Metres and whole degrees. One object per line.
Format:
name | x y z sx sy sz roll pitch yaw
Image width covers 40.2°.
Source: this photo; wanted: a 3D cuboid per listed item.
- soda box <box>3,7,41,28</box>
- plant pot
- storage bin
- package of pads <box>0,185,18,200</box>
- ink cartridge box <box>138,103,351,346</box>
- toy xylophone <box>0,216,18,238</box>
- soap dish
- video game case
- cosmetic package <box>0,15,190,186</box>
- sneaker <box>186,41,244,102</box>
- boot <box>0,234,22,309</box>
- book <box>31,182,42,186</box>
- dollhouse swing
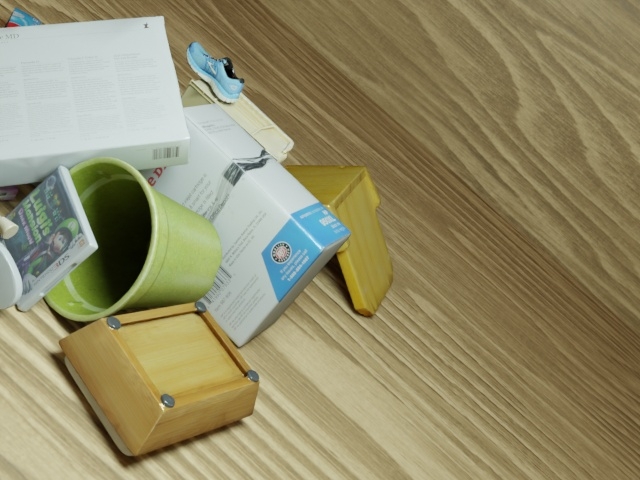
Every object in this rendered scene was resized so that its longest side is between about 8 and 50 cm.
soda box | -0.679 -0.434 1.941 0.067 0.071 0.210 27 29 -26
plant pot | -0.317 0.017 1.547 0.276 0.276 0.254 55 18 27
storage bin | -0.232 -0.186 1.931 0.260 0.262 0.123 43 27 5
package of pads | -0.593 -0.095 1.571 0.050 0.032 0.083 47 26 17
ink cartridge box | -0.185 -0.038 1.735 0.395 0.285 0.166 44 25 8
toy xylophone | -0.596 -0.050 1.277 0.323 0.081 0.236 41 45 7
soap dish | -0.252 0.215 1.444 0.229 0.118 0.291 51 27 20
video game case | -0.460 -0.006 1.450 0.022 0.173 0.190 33 22 -53
cosmetic package | -0.443 -0.252 1.558 0.377 0.097 0.284 -8 66 -15
sneaker | -0.217 -0.368 1.856 0.162 0.073 0.063 47 30 11
boot | -0.546 -0.003 1.418 0.258 0.095 0.123 51 14 7
book | -0.517 -0.132 1.733 0.096 0.035 0.144 30 27 -3
dollhouse swing | 0.000 0.000 2.182 0.315 0.305 0.347 2 21 17
